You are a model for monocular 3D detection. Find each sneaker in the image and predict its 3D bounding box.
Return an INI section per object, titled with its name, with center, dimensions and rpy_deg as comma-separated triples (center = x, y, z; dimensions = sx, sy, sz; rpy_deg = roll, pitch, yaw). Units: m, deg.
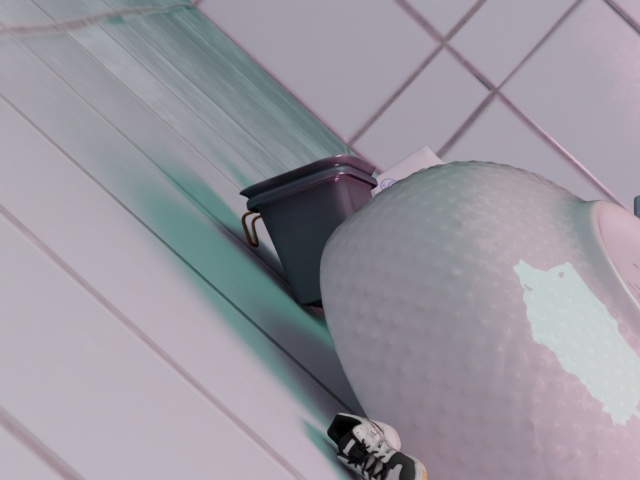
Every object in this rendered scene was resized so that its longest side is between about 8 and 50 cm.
[sneaker]
center = 0.026, 0.113, 0.959
dimensions = 0.037, 0.032, 0.083
rpy_deg = 25, 7, -23

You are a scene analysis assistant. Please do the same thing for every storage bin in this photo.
[storage bin]
center = 0.000, 0.000, 1.362
dimensions = 0.135, 0.098, 0.091
rpy_deg = 20, 51, -77

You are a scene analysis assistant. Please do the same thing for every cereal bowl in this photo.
[cereal bowl]
center = 0.165, 0.080, 1.140
dimensions = 0.339, 0.141, 0.339
rpy_deg = 41, 23, -21

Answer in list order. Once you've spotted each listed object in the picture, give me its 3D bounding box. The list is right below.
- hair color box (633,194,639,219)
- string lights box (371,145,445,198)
[hair color box]
center = 0.335, 0.128, 1.536
dimensions = 0.374, 0.113, 0.185
rpy_deg = -81, 151, -54
[string lights box]
center = 0.139, 0.057, 1.595
dimensions = 0.259, 0.076, 0.133
rpy_deg = 45, -31, 21
